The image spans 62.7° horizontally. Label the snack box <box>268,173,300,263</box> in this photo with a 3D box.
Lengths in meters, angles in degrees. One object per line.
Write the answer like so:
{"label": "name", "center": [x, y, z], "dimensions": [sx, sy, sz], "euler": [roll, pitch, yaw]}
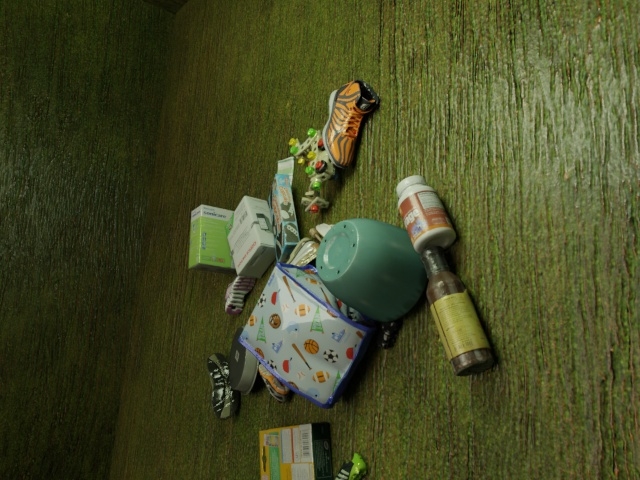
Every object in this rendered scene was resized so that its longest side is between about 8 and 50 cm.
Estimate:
{"label": "snack box", "center": [-0.149, -0.081, 2.090], "dimensions": [0.187, 0.060, 0.322], "euler": [117, 148, -57]}

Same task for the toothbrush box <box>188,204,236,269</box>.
{"label": "toothbrush box", "center": [-0.493, -0.002, 2.457], "dimensions": [0.122, 0.206, 0.284], "euler": [-21, 65, 49]}

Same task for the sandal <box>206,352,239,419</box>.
{"label": "sandal", "center": [-0.425, 0.636, 2.292], "dimensions": [0.086, 0.120, 0.303], "euler": [100, 157, -49]}

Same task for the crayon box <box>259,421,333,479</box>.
{"label": "crayon box", "center": [-0.091, 0.748, 1.816], "dimensions": [0.323, 0.083, 0.203], "euler": [-28, 59, 46]}

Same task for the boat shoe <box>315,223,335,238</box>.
{"label": "boat shoe", "center": [0.073, -0.012, 1.812], "dimensions": [0.096, 0.098, 0.277], "euler": [-47, 31, -2]}

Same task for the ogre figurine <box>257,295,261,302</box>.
{"label": "ogre figurine", "center": [-0.181, 0.259, 2.064], "dimensions": [0.197, 0.096, 0.118], "euler": [-117, 39, -55]}

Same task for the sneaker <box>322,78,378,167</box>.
{"label": "sneaker", "center": [0.108, -0.424, 1.841], "dimensions": [0.180, 0.124, 0.321], "euler": [-19, 66, 51]}

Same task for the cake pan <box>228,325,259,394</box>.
{"label": "cake pan", "center": [-0.318, 0.482, 2.160], "dimensions": [0.293, 0.054, 0.293], "euler": [-169, 90, -68]}

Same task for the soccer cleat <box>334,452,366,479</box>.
{"label": "soccer cleat", "center": [0.079, 0.730, 1.623], "dimensions": [0.179, 0.060, 0.072], "euler": [-52, 34, 22]}

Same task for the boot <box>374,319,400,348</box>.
{"label": "boot", "center": [0.192, 0.264, 1.609], "dimensions": [0.121, 0.045, 0.099], "euler": [47, 124, 50]}

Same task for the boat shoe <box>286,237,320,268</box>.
{"label": "boat shoe", "center": [-0.087, 0.140, 1.931], "dimensions": [0.103, 0.113, 0.302], "euler": [30, 94, 41]}

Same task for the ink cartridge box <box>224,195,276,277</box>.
{"label": "ink cartridge box", "center": [-0.293, -0.012, 2.262], "dimensions": [0.211, 0.121, 0.289], "euler": [-51, 44, 32]}

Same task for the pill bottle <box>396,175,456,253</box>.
{"label": "pill bottle", "center": [0.293, -0.076, 1.501], "dimensions": [0.121, 0.121, 0.216], "euler": [-45, 47, 37]}

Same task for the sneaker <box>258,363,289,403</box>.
{"label": "sneaker", "center": [-0.180, 0.537, 2.001], "dimensions": [0.215, 0.084, 0.083], "euler": [-139, 49, -57]}

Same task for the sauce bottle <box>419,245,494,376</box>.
{"label": "sauce bottle", "center": [0.344, 0.173, 1.372], "dimensions": [0.111, 0.111, 0.345], "euler": [-41, 51, 40]}

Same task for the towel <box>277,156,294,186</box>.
{"label": "towel", "center": [-0.153, -0.274, 2.233], "dimensions": [0.113, 0.023, 0.152], "euler": [-6, 76, 53]}

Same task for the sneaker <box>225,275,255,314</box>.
{"label": "sneaker", "center": [-0.367, 0.210, 2.332], "dimensions": [0.236, 0.095, 0.105], "euler": [-62, 31, 22]}

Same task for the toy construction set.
{"label": "toy construction set", "center": [-0.024, -0.271, 1.951], "dimensions": [0.215, 0.151, 0.328], "euler": [-23, 65, 40]}

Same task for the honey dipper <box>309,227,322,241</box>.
{"label": "honey dipper", "center": [0.000, 0.000, 1.929], "dimensions": [0.031, 0.030, 0.161], "euler": [-66, 31, 16]}

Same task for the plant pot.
{"label": "plant pot", "center": [0.130, 0.068, 1.540], "dimensions": [0.293, 0.235, 0.293], "euler": [-32, 46, 41]}

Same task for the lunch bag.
{"label": "lunch bag", "center": [-0.025, 0.305, 1.715], "dimensions": [0.385, 0.238, 0.328], "euler": [36, 108, 34]}
